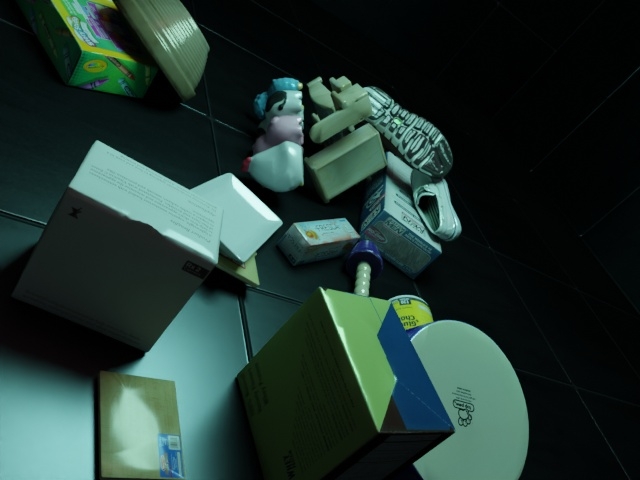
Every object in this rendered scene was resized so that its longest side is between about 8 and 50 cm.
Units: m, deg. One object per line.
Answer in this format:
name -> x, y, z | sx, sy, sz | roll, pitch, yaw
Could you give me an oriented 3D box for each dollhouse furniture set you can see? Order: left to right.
dollhouse furniture set -> -0.017, -0.276, 1.410 | 0.355, 0.174, 0.303 | 52, -10, 41

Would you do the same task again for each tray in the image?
tray -> -0.154, -0.041, 1.014 | 0.145, 0.030, 0.270 | 43, 17, -3

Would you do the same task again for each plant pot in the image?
plant pot -> -0.303, -0.410, 1.193 | 0.237, 0.110, 0.237 | 55, -5, 7

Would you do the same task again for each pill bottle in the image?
pill bottle -> 0.160, 0.192, 1.043 | 0.103, 0.103, 0.184 | 29, 30, -22

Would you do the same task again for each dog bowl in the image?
dog bowl -> 0.179, 0.255, 0.868 | 0.265, 0.104, 0.265 | 13, 63, -28

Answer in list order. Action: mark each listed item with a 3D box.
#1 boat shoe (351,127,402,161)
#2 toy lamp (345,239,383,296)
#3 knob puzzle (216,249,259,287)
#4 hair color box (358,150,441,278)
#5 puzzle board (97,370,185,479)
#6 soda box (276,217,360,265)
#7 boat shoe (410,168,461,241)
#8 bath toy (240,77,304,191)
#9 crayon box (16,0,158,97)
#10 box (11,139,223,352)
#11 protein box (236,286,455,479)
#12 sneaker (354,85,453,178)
boat shoe -> 0.170, -0.281, 1.674 | 0.089, 0.104, 0.285 | 15, 7, -20
toy lamp -> 0.080, 0.088, 1.116 | 0.080, 0.080, 0.274 | 34, 28, -14
knob puzzle -> -0.188, -0.013, 0.976 | 0.213, 0.030, 0.213 | 39, 18, -16
hair color box -> 0.196, -0.075, 1.458 | 0.174, 0.105, 0.347 | 35, 28, -12
puzzle board -> -0.205, 0.211, 0.666 | 0.096, 0.011, 0.128 | 20, 35, -36
soda box -> 0.000, 0.000, 1.157 | 0.058, 0.063, 0.183 | 52, 29, 19
boat shoe -> 0.258, -0.100, 1.372 | 0.076, 0.083, 0.226 | 17, 38, -40
bath toy -> -0.100, -0.222, 1.284 | 0.129, 0.151, 0.348 | -2, 40, 0
crayon box -> -0.458, -0.407, 1.144 | 0.165, 0.081, 0.278 | -4, 52, -53
box -> -0.241, 0.012, 0.719 | 0.181, 0.182, 0.119 | 29, 28, -22
protein box -> 0.021, 0.205, 0.749 | 0.136, 0.201, 0.200 | 16, 37, -39
sneaker -> 0.187, -0.244, 1.422 | 0.281, 0.106, 0.162 | 43, -14, 0
